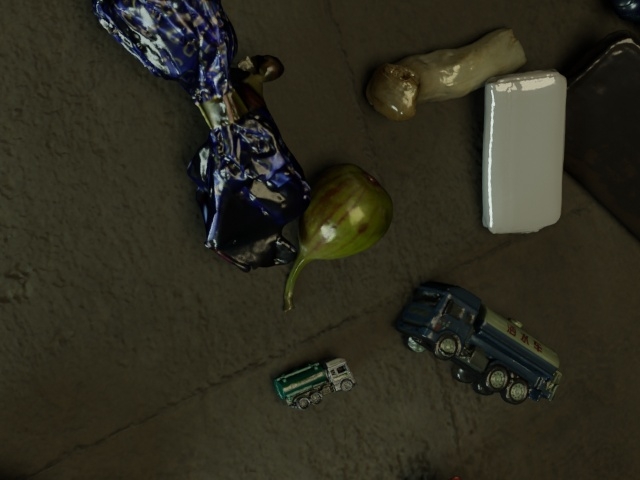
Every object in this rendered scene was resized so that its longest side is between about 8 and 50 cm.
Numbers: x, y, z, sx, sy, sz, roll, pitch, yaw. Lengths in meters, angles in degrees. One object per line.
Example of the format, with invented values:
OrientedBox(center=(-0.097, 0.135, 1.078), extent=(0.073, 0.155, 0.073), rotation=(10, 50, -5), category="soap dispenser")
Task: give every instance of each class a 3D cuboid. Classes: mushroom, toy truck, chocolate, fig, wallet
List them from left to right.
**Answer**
OrientedBox(center=(-0.090, -0.120, 1.462), extent=(0.148, 0.126, 0.343), rotation=(-33, 113, -18), category="chocolate")
OrientedBox(center=(-0.006, 0.150, 1.605), extent=(0.083, 0.039, 0.044), rotation=(-21, 95, -19), category="toy truck")
OrientedBox(center=(0.007, 0.001, 1.553), extent=(0.093, 0.093, 0.166), rotation=(37, 85, -27), category="fig")
OrientedBox(center=(0.142, -0.178, 1.604), extent=(0.202, 0.054, 0.059), rotation=(-20, 114, -27), category="mushroom")
OrientedBox(center=(0.183, 0.118, 1.668), extent=(0.202, 0.074, 0.088), rotation=(33, 81, -27), category="toy truck")
OrientedBox(center=(0.220, -0.093, 1.643), extent=(0.095, 0.033, 0.190), rotation=(-10, 116, -12), category="wallet")
OrientedBox(center=(0.377, -0.093, 1.712), extent=(0.309, 0.042, 0.165), rotation=(39, 106, -25), category="wallet")

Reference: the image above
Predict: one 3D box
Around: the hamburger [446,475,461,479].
OrientedBox(center=(0.150, 0.355, 1.654), extent=(0.137, 0.175, 0.175), rotation=(35, 85, -33), category="hamburger")

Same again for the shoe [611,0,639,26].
OrientedBox(center=(0.405, -0.228, 1.692), extent=(0.207, 0.091, 0.106), rotation=(23, 85, -31), category="shoe")
